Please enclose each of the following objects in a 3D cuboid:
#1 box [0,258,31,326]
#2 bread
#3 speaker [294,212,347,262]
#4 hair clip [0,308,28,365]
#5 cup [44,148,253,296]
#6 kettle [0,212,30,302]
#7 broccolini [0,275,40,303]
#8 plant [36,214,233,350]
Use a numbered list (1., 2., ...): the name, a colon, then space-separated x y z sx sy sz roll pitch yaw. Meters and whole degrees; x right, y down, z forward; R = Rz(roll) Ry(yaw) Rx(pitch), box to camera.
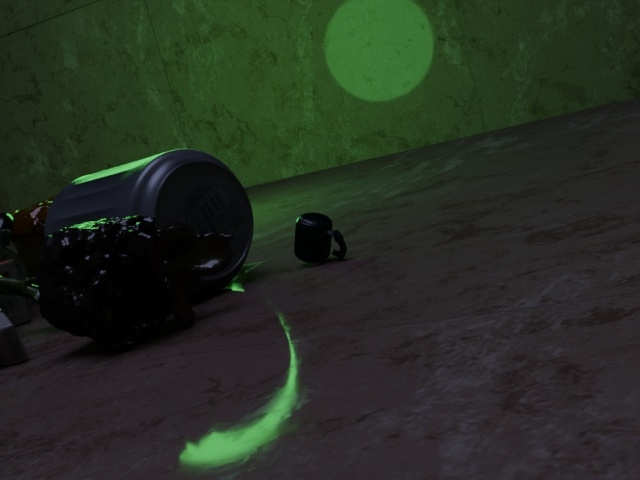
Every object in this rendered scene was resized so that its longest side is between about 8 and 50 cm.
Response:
1. box: -0.641 0.124 1.652 0.229 0.123 0.050 -22 14 -36
2. bread: -0.506 -0.024 2.072 0.398 0.215 0.398 -16 10 3
3. speaker: 0.004 -0.001 1.505 0.094 0.075 0.060 14 28 18
4. hair clip: -0.543 0.145 1.471 0.101 0.085 0.331 -21 12 -24
5. cup: -0.257 -0.008 1.596 0.323 0.237 0.327 18 -17 -41
6. kettle: -0.661 0.059 1.836 0.165 0.240 0.255 23 -10 -22
7. broccolini: -0.517 0.058 1.567 0.392 0.074 0.079 15 -12 17
8. plant: -0.273 0.054 1.303 0.234 0.178 0.204 2 5 29
